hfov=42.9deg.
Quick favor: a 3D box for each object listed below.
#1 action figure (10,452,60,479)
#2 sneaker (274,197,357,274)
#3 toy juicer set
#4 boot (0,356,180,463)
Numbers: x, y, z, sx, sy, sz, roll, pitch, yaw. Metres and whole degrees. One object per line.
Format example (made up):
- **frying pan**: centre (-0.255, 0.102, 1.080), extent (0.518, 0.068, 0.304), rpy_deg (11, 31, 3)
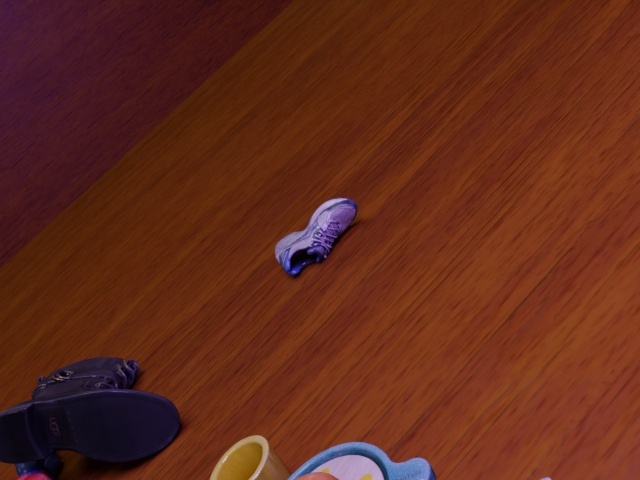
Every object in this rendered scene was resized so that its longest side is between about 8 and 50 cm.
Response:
- **action figure**: centre (-0.386, 0.326, 1.022), extent (0.139, 0.091, 0.280), rpy_deg (-40, 22, -17)
- **sneaker**: centre (0.000, 0.000, 1.086), extent (0.135, 0.052, 0.058), rpy_deg (-41, 32, 16)
- **toy juicer set**: centre (-0.008, 0.243, 0.608), extent (0.329, 0.089, 0.209), rpy_deg (-13, 35, 46)
- **boot**: centre (-0.288, 0.203, 1.071), extent (0.263, 0.091, 0.229), rpy_deg (-5, 10, 8)
